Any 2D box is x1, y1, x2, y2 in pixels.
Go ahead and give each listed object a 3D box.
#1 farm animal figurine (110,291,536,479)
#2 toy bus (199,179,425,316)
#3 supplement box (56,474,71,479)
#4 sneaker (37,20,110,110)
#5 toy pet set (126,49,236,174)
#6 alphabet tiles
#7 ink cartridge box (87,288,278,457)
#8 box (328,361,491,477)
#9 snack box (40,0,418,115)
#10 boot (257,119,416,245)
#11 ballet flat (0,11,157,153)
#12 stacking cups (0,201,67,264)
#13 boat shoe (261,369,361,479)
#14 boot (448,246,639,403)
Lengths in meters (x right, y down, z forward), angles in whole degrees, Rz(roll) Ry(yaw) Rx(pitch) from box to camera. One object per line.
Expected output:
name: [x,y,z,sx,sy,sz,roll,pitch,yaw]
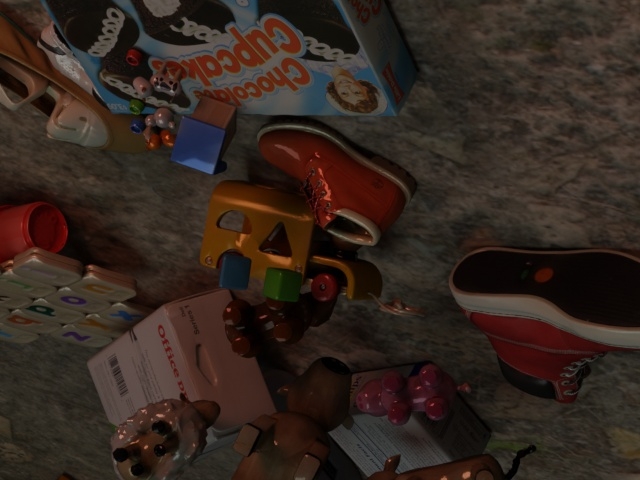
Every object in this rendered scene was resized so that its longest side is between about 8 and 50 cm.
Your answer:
farm animal figurine: [-0.001,0.214,1.790,0.330,0.327,0.172,45,-173,7]
toy bus: [-0.013,-0.002,1.703,0.202,0.104,0.191,8,-174,-22]
supplement box: [-0.287,0.528,2.507,0.356,0.194,0.195,33,146,-5]
sneaker: [-0.229,-0.168,1.704,0.044,0.040,0.109,-22,112,45]
toy pet set: [-0.136,-0.097,1.600,0.114,0.065,0.122,20,150,10]
alphabet tiles: [-0.333,0.066,2.012,0.278,0.021,0.284,18,155,-32]
ink cartridge box: [-0.157,0.165,1.974,0.219,0.092,0.160,-33,76,53]
box: [0.091,0.203,1.917,0.137,0.072,0.126,-13,126,44]
snack box: [-0.091,-0.194,1.548,0.322,0.060,0.187,3,139,34]
boot: [0.002,-0.054,1.642,0.158,0.084,0.059,26,148,8]
ballet flat: [-0.270,-0.141,1.739,0.232,0.073,0.080,35,144,-8]
stacking cups: [-0.414,0.017,2.030,0.316,0.096,0.096,-8,131,42]
boat shoe: [-0.039,0.244,2.047,0.084,0.095,0.258,-1,135,31]
boot: [0.254,0.095,1.650,0.244,0.088,0.176,8,142,42]
